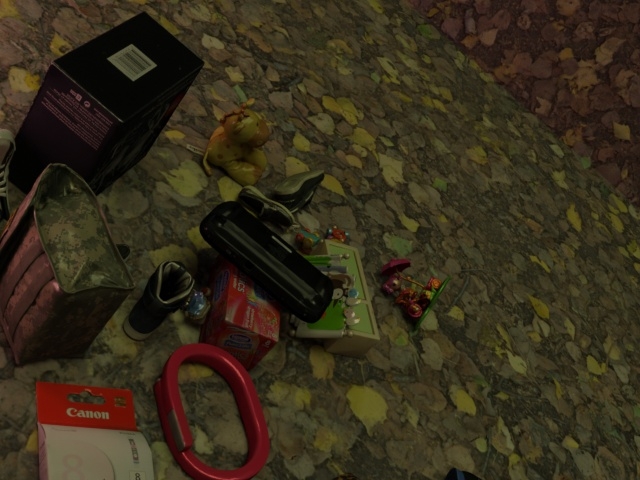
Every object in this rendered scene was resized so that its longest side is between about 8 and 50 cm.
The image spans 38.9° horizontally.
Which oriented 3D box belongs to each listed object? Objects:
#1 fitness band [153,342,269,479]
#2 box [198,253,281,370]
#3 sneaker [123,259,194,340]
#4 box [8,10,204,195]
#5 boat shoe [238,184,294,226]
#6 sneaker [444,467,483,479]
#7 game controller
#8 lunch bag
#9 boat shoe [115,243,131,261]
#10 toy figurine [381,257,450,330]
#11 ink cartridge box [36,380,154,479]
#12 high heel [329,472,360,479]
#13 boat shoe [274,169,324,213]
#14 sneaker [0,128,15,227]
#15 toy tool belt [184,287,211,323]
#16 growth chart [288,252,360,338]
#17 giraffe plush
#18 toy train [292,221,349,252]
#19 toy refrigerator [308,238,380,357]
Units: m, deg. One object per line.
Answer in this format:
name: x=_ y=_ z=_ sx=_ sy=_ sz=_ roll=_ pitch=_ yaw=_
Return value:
fitness band: x=-0.206 y=0.332 z=1.736 sx=0.209 sy=0.054 sz=0.291 roll=9 pitch=49 yaw=-40
box: x=-0.163 y=0.126 z=1.913 sx=0.128 sy=0.122 sz=0.257 roll=26 pitch=40 yaw=-21
sneaker: x=-0.294 y=0.082 z=1.808 sx=0.086 sy=0.163 sz=0.226 roll=34 pitch=36 yaw=-8
box: x=-0.448 y=-0.261 z=1.882 sx=0.179 sy=0.312 sz=0.343 roll=40 pitch=37 yaw=-3
boat shoe: x=-0.135 y=-0.074 z=2.200 sx=0.152 sy=0.056 sz=0.049 roll=32 pitch=42 yaw=2
sneaker: x=0.322 y=0.591 z=1.925 sx=0.090 sy=0.081 sz=0.232 roll=22 pitch=40 yaw=-15
game controller: x=-0.108 y=0.041 z=1.907 sx=0.319 sy=0.067 sz=0.166 roll=40 pitch=22 yaw=-3
lunch bag: x=-0.485 y=0.036 z=1.617 sx=0.169 sy=0.235 sz=0.287 roll=-2 pitch=55 yaw=-45
boat shoe: x=-0.434 y=0.033 z=1.830 sx=0.049 sy=0.040 sz=0.142 roll=51 pitch=38 yaw=11
toy figurine: x=0.220 y=0.120 z=2.304 sx=0.159 sy=0.130 sz=0.173 roll=32 pitch=61 yaw=9
ink cartridge box: x=-0.388 y=0.341 z=1.557 sx=0.189 sy=0.066 sz=0.232 roll=13 pitch=50 yaw=-33
high heel: x=-0.028 y=0.482 z=1.741 sx=0.261 sy=0.093 sz=0.186 roll=24 pitch=22 yaw=-10
boat shoe: x=-0.051 y=-0.128 z=2.325 sx=0.233 sy=0.084 sz=0.079 roll=-44 pitch=125 yaw=-60
sneaker: x=-0.604 y=-0.094 z=1.657 sx=0.094 sy=0.235 sz=0.153 roll=-5 pitch=70 yaw=-42
toy tool belt: x=-0.253 y=0.127 z=1.865 sx=0.051 sy=0.052 sz=0.083 roll=45 pitch=52 yaw=-48
growth chart: x=0.006 y=0.124 z=2.054 sx=0.021 sy=0.171 sz=0.237 roll=66 pitch=20 yaw=-51
giraffe plush: x=-0.197 y=-0.255 z=2.219 sx=0.210 sy=0.170 sz=0.181 roll=9 pitch=48 yaw=-36
toy train: x=0.000 y=0.000 z=2.256 sx=0.166 sy=0.046 sz=0.125 roll=9 pitch=23 yaw=-24
toy refrigerator: x=0.053 y=0.132 z=2.127 sx=0.102 sy=0.094 sz=0.270 roll=16 pitch=45 yaw=-31
